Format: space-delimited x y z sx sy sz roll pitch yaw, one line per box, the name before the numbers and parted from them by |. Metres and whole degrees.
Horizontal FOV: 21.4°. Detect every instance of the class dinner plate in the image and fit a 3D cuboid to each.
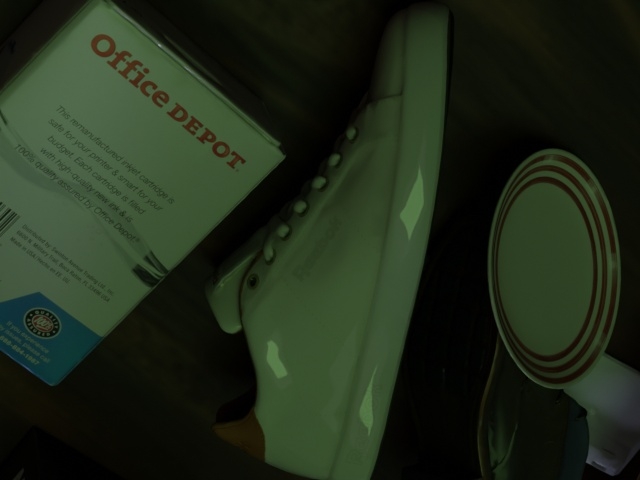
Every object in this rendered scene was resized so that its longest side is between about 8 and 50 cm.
dinner plate | 0.135 0.017 0.994 0.017 0.141 0.141 -3 128 42

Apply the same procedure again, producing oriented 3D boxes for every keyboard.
keyboard | 0.112 0.073 1.067 0.256 0.014 0.072 28 103 -22

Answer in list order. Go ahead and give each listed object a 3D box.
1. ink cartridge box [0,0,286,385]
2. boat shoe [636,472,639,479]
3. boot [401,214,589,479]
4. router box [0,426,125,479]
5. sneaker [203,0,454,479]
ink cartridge box | -0.136 -0.037 0.924 0.191 0.082 0.140 -45 116 11
boat shoe | 0.275 0.109 1.030 0.110 0.122 0.341 22 90 -34
boot | 0.111 0.091 1.041 0.106 0.082 0.219 -2 103 -41
router box | -0.123 0.198 0.989 0.133 0.179 0.046 35 103 -23
sneaker | 0.000 0.000 0.957 0.123 0.106 0.290 14 105 3
